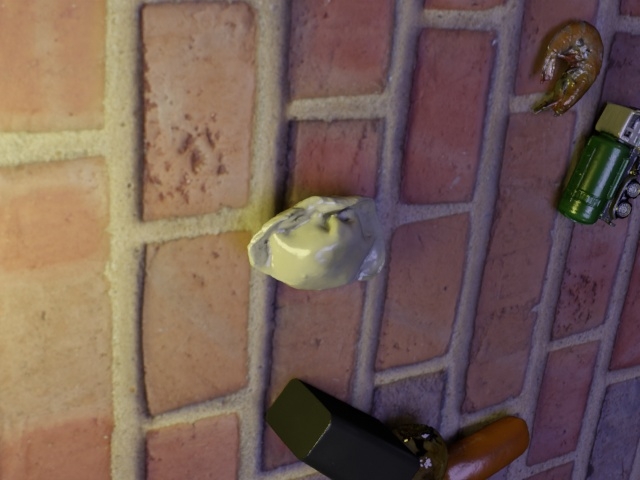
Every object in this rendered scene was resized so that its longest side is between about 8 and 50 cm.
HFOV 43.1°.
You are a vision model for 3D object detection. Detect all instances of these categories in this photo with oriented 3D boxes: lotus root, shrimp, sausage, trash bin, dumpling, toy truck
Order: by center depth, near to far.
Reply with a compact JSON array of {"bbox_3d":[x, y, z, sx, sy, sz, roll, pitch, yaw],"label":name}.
[{"bbox_3d":[0.000,0.000,1.249,0.250,0.132,0.162,3,112,-33],"label":"dumpling"},{"bbox_3d":[0.034,0.349,1.403,0.225,0.165,0.115,36,90,-35],"label":"trash bin"},{"bbox_3d":[0.436,-0.306,1.447,0.132,0.052,0.187,31,85,-25],"label":"shrimp"},{"bbox_3d":[0.553,-0.142,1.554,0.125,0.101,0.242,18,103,-24],"label":"toy truck"},{"bbox_3d":[0.175,0.439,1.557,0.138,0.138,0.214,-17,129,-25],"label":"lotus root"},{"bbox_3d":[0.331,0.442,1.671,0.238,0.098,0.098,-23,120,-24],"label":"sausage"}]
